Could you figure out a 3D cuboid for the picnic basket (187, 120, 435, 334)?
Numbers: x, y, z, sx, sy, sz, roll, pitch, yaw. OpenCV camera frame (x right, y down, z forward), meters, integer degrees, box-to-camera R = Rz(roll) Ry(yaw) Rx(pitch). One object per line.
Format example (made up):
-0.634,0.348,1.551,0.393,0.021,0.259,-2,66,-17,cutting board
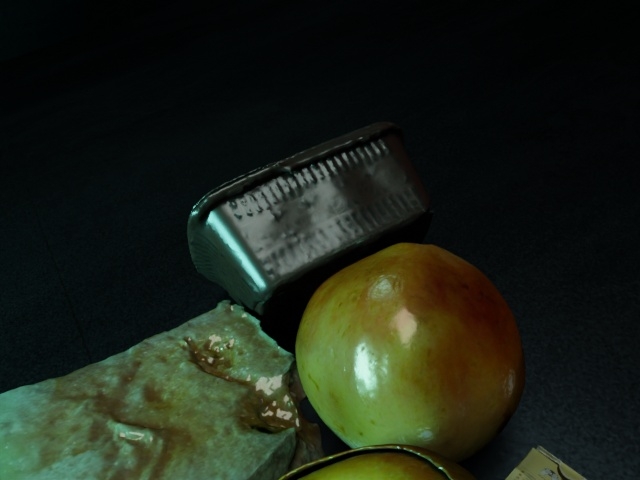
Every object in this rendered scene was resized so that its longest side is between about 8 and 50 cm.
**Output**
0.000,0.000,0.652,0.297,0.222,0.129,-25,64,-17,picnic basket

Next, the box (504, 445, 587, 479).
0.170,0.245,0.440,0.149,0.020,0.073,-33,43,-25,box

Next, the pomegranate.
0.078,0.103,0.485,0.209,0.209,0.209,-6,40,5,pomegranate

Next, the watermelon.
-0.132,0.210,0.474,0.302,0.151,0.264,-20,34,-39,watermelon

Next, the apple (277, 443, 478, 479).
0.030,0.244,0.319,0.237,0.207,0.237,-8,43,7,apple
